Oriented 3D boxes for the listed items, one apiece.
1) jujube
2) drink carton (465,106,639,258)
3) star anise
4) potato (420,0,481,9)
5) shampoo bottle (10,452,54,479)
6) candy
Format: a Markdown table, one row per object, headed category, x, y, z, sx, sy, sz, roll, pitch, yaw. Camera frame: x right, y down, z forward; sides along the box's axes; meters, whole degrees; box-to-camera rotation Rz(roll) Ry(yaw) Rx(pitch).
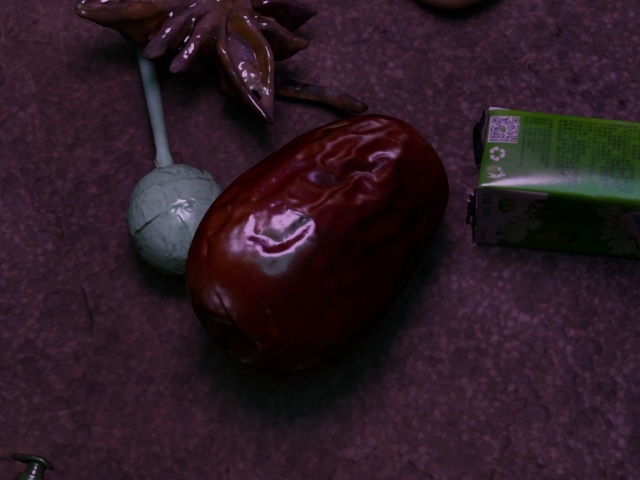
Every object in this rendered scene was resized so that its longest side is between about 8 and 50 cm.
| category | x | y | z | sx | sy | sz | roll | pitch | yaw |
| --- | --- | --- | --- | --- | --- | --- | --- | --- | --- |
| jujube | 0.000 | 0.000 | 1.835 | 0.223 | 0.223 | 0.318 | 37 | 62 | 17 |
| drink carton | 0.299 | -0.063 | 1.867 | 0.271 | 0.161 | 0.108 | 5 | 67 | 6 |
| star anise | -0.115 | -0.255 | 1.995 | 0.349 | 0.109 | 0.292 | 7 | 61 | -11 |
| potato | 0.155 | -0.332 | 2.025 | 0.147 | 0.112 | 0.112 | 10 | 68 | 11 |
| shampoo bottle | -0.338 | 0.336 | 1.778 | 0.118 | 0.087 | 0.234 | 15 | 69 | 13 |
| candy | -0.195 | -0.153 | 1.981 | 0.119 | 0.119 | 0.440 | -14 | 60 | -2 |
